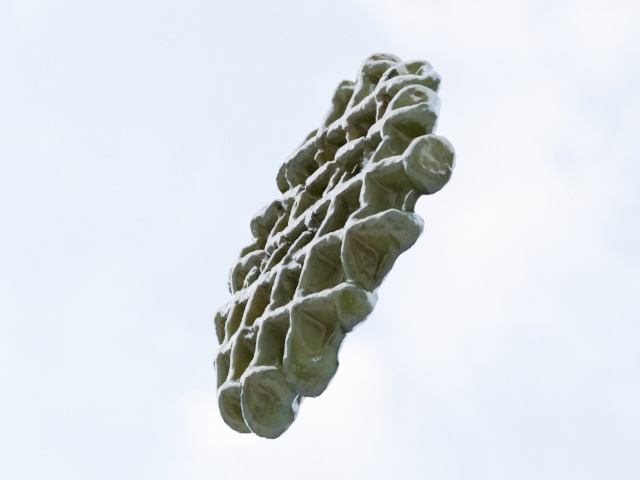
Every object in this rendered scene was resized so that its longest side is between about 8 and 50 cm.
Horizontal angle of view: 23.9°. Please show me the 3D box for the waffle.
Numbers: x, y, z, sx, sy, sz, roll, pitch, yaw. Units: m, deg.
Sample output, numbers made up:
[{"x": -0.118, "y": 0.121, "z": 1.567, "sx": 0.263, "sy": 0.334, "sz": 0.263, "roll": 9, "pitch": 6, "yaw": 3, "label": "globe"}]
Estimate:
[{"x": 0.000, "y": 0.000, "z": 1.149, "sx": 0.056, "sy": 0.292, "sz": 0.309, "roll": 29, "pitch": -69, "yaw": -17, "label": "waffle"}]
